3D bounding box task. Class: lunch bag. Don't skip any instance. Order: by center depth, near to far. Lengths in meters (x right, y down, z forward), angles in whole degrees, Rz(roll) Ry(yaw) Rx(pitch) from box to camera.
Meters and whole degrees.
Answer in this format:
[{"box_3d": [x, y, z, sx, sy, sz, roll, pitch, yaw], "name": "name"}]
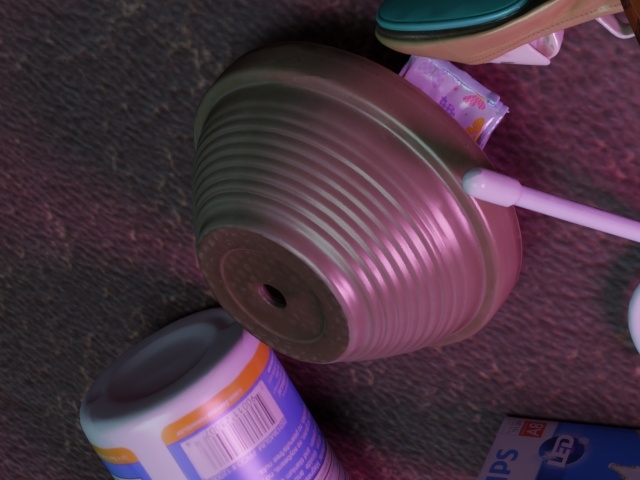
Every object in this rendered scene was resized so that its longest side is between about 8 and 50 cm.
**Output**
[{"box_3d": [0.074, -0.078, 0.844, 0.071, 0.053, 0.083, 35, 141, 4], "name": "lunch bag"}]

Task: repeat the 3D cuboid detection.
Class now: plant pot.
[{"box_3d": [0.000, 0.000, 0.857, 0.237, 0.110, 0.237, 25, 144, 20], "name": "plant pot"}]

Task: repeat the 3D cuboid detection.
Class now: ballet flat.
[{"box_3d": [0.139, -0.135, 0.758, 0.232, 0.080, 0.073, -14, 129, 35], "name": "ballet flat"}]

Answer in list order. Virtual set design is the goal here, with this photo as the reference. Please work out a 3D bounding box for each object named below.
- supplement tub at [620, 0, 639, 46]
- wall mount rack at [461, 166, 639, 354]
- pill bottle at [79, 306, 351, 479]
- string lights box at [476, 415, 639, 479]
[{"box_3d": [0.270, -0.188, 0.497, 0.338, 0.207, 0.207, -16, 116, 9], "name": "supplement tub"}, {"box_3d": [0.268, -0.011, 0.738, 0.304, 0.130, 0.350, 44, 130, -6], "name": "wall mount rack"}, {"box_3d": [-0.055, 0.201, 1.037, 0.152, 0.152, 0.272, -15, 114, 34], "name": "pill bottle"}, {"box_3d": [0.233, 0.198, 0.898, 0.259, 0.133, 0.077, 3, 123, 25], "name": "string lights box"}]
